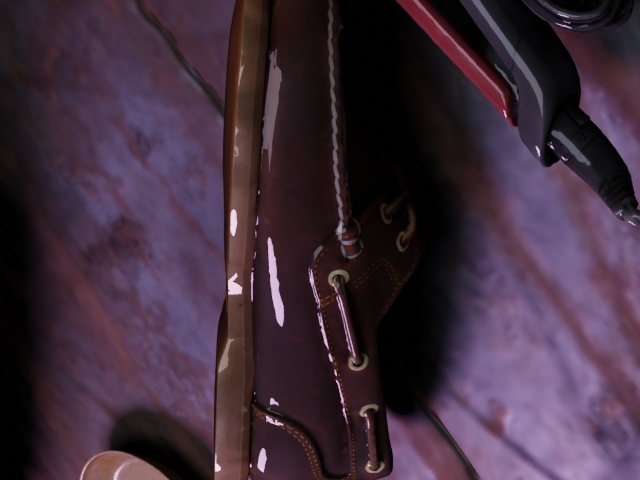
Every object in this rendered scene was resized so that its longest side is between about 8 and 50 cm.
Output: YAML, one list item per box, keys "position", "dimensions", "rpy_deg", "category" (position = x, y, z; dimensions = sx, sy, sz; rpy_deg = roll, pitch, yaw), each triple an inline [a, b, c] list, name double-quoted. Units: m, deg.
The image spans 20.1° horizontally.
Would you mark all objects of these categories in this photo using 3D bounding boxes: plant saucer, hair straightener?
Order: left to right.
- position: [-0.072, 0.126, 0.794]
  dimensions: [0.083, 0.015, 0.083]
  rpy_deg: [23, 128, 33]
  category: "plant saucer"
- position: [0.036, -0.101, 0.529]
  dimensions: [0.230, 0.047, 0.089]
  rpy_deg: [53, 138, 13]
  category: "hair straightener"

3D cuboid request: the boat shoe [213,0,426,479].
- position: [0.000, 0.000, 0.620]
  dimensions: [0.073, 0.073, 0.207]
  rpy_deg: [2, 127, 0]
  category: "boat shoe"
